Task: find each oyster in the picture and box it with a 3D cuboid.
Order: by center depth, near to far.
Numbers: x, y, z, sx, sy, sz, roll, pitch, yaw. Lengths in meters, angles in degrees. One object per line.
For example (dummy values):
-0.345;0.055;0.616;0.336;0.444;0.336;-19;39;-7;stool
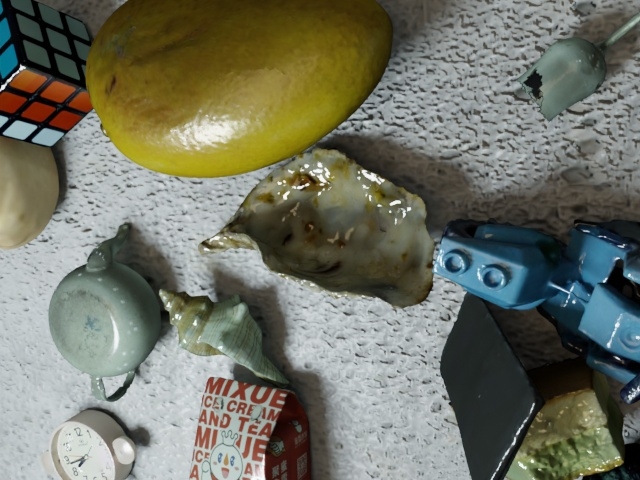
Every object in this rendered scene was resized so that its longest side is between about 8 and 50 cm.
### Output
0.000;-0.025;0.987;0.395;0.111;0.204;17;74;35;oyster

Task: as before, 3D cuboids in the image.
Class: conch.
-0.145;0.137;1.077;0.233;0.137;0.115;21;81;9;conch

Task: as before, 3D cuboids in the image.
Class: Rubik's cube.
-0.459;-0.264;1.090;0.160;0.163;0.162;-33;69;24;Rubik's cube

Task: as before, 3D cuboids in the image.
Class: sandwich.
0.262;0.243;0.890;0.220;0.186;0.108;-24;87;25;sandwich

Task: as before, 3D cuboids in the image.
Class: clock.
-0.417;0.391;1.269;0.229;0.063;0.156;-18;95;27;clock

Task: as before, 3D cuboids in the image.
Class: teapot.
-0.354;0.128;1.160;0.193;0.129;0.295;4;103;22;teapot

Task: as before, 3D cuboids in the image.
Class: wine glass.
0.333;-0.230;0.832;0.195;0.079;0.079;-39;84;23;wine glass

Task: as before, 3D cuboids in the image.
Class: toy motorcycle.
0.327;0.069;0.805;0.415;0.232;0.172;24;113;18;toy motorcycle

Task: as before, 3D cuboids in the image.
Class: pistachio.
-0.563;-0.140;1.171;0.193;0.213;0.318;167;94;-66;pistachio

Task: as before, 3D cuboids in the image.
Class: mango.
-0.111;-0.231;0.927;0.444;0.220;0.302;-5;68;24;mango

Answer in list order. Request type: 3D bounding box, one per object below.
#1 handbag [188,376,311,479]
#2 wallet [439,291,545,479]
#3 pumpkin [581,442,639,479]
-0.117;0.367;1.091;0.171;0.151;0.299;-1;95;28;handbag
0.200;0.177;0.863;0.030;0.285;0.146;15;109;-6;wallet
0.422;0.354;0.869;0.201;0.140;0.202;-3;82;25;pumpkin
